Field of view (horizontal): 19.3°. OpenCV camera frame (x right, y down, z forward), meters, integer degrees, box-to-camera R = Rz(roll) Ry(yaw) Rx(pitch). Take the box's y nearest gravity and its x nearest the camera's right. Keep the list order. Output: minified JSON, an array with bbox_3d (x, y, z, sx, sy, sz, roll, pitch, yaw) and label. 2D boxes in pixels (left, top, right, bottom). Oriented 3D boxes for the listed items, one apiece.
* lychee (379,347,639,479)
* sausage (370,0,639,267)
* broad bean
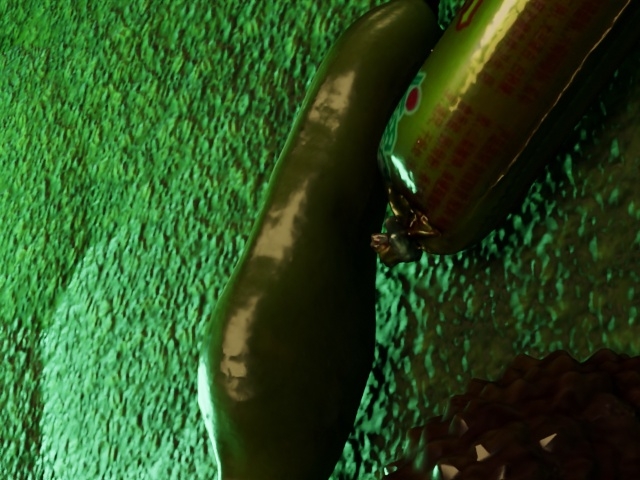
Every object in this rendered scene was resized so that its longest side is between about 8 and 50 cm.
[{"bbox_3d":[0.084,0.142,0.608,0.188,0.188,0.188,-27,53,43],"label":"lychee"},{"bbox_3d":[0.126,-0.135,0.767,0.371,0.082,0.082,-55,38,20],"label":"sausage"},{"bbox_3d":[0.004,0.000,0.857,0.067,0.075,0.325,13,78,34],"label":"broad bean"}]
